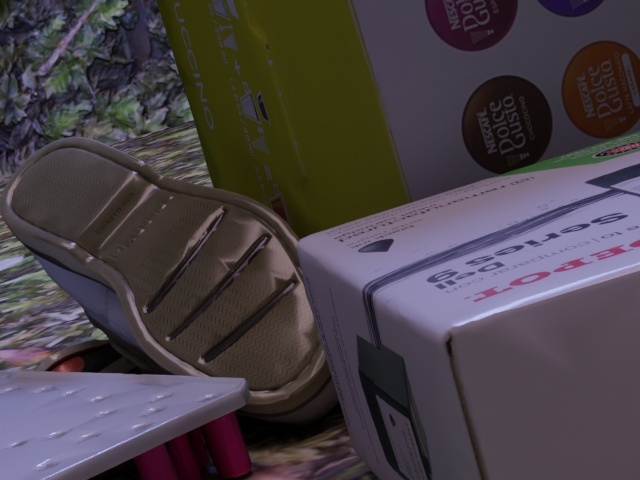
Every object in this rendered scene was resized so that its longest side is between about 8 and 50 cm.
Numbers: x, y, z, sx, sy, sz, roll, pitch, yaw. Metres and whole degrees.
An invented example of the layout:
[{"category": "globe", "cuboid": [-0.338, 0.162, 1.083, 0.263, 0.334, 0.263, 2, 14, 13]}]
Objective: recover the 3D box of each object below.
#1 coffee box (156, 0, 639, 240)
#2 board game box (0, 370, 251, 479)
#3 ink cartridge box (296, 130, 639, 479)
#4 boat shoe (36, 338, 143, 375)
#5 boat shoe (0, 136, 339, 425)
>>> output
[{"category": "coffee box", "cuboid": [0.113, -0.130, 1.169, 0.334, 0.337, 0.338, -20, 10, -19]}, {"category": "board game box", "cuboid": [-0.286, 0.163, 1.054, 0.390, 0.050, 0.390, -23, 11, -35]}, {"category": "ink cartridge box", "cuboid": [0.127, 0.040, 0.823, 0.211, 0.121, 0.289, -17, 9, -9]}, {"category": "boat shoe", "cuboid": [-0.116, 0.079, 1.268, 0.137, 0.049, 0.043, -20, 54, -31]}, {"category": "boat shoe", "cuboid": [-0.073, 0.032, 1.173, 0.113, 0.103, 0.302, -44, 44, -10]}]
